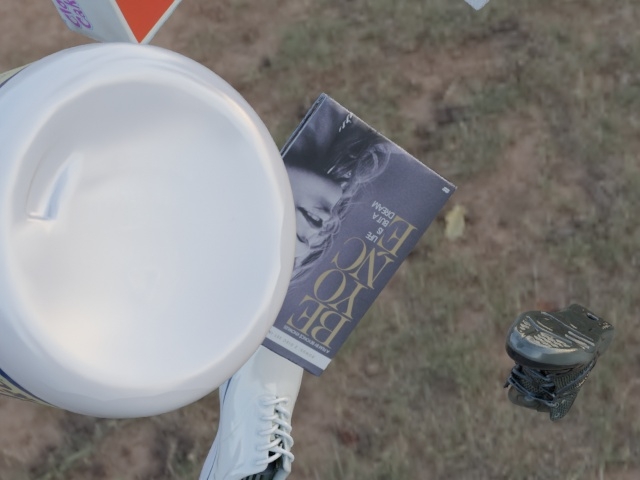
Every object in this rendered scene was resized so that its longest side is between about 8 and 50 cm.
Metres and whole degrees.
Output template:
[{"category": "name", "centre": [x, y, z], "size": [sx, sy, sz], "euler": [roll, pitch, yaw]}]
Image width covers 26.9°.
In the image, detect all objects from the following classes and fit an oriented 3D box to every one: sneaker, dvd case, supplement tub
[{"category": "sneaker", "centre": [-0.058, 0.198, 1.393], "size": [0.094, 0.258, 0.091], "euler": [-2, 28, -32]}, {"category": "dvd case", "centre": [0.000, 0.000, 1.208], "size": [0.221, 0.164, 0.018], "euler": [-54, 29, 7]}, {"category": "sneaker", "centre": [0.246, 0.142, 1.465], "size": [0.087, 0.227, 0.130], "euler": [31, 103, 21]}, {"category": "supplement tub", "centre": [-0.191, -0.004, 0.946], "size": [0.235, 0.235, 0.325], "euler": [-43, 21, -26]}]

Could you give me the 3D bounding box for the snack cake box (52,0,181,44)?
[{"category": "snack cake box", "centre": [-0.143, -0.315, 1.176], "size": [0.089, 0.152, 0.264], "euler": [23, 66, 27]}]

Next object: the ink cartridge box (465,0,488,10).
[{"category": "ink cartridge box", "centre": [0.120, -0.284, 0.896], "size": [0.212, 0.154, 0.093], "euler": [-42, 21, 38]}]
